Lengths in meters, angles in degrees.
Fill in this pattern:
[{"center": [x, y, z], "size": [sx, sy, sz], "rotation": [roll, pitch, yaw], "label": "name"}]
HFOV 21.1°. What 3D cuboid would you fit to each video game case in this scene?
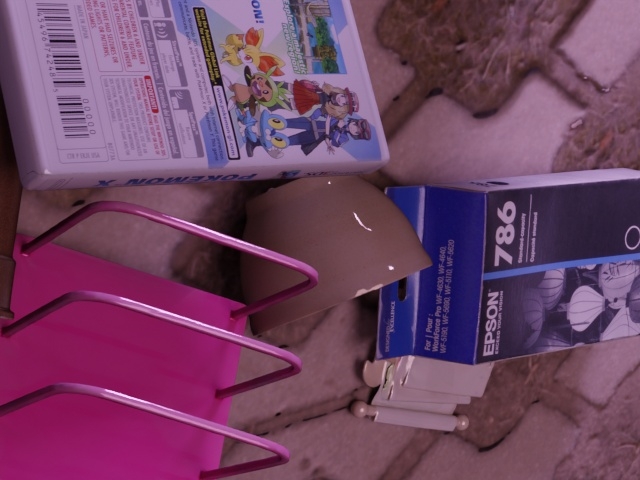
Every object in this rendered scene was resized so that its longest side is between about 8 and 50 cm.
[{"center": [-0.110, -0.199, 1.246], "size": [0.300, 0.036, 0.329], "rotation": [-4, 74, -37], "label": "video game case"}]

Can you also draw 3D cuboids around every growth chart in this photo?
[{"center": [0.123, 0.072, 1.626], "size": [0.172, 0.021, 0.237], "rotation": [23, 89, -40], "label": "growth chart"}]

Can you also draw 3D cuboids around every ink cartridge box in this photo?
[{"center": [0.195, 0.023, 1.614], "size": [0.333, 0.065, 0.165], "rotation": [-7, 104, -39], "label": "ink cartridge box"}]

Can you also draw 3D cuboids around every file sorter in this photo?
[{"center": [-0.136, 0.141, 1.244], "size": [0.202, 0.182, 0.290], "rotation": [19, 69, -23], "label": "file sorter"}]

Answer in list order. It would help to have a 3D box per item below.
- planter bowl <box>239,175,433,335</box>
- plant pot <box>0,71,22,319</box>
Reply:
[{"center": [0.000, 0.000, 1.434], "size": [0.162, 0.162, 0.109], "rotation": [-20, 88, -33], "label": "planter bowl"}, {"center": [-0.275, -0.042, 1.192], "size": [0.167, 0.167, 0.165], "rotation": [15, 87, -40], "label": "plant pot"}]
